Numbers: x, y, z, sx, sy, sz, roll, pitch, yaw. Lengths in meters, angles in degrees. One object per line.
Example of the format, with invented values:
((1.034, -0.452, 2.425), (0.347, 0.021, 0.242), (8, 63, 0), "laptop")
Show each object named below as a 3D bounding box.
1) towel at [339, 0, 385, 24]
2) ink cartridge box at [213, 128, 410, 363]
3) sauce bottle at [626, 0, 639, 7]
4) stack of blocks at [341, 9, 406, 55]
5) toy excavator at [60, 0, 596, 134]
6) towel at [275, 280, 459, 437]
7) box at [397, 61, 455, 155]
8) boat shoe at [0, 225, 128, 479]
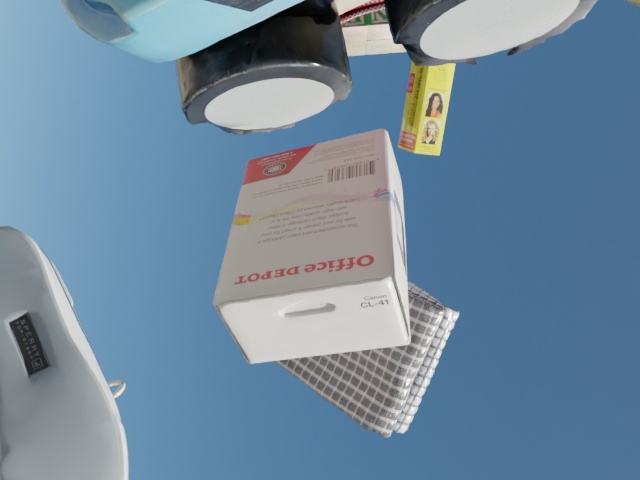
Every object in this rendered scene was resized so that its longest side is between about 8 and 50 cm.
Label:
((0.131, -0.332, 0.761), (0.198, 0.275, 0.031), (-5, -55, 27), "towel")
((0.000, 0.000, 0.866), (0.226, 0.131, 0.306), (-10, -138, 14), "ink cartridge box")
((0.427, -0.330, 0.763), (0.111, 0.344, 0.111), (-160, -90, -84), "sauce bottle")
((0.050, -0.404, 1.051), (0.087, 0.297, 0.171), (89, -3, -75), "stack of blocks")
((-0.013, -0.219, 0.183), (0.432, 0.445, 0.222), (-14, -98, 30), "toy excavator")
((0.059, 0.159, 1.069), (0.283, 0.121, 0.235), (26, -81, 36), "towel")
((0.202, -0.282, 1.189), (0.087, 0.058, 0.232), (-132, -132, -67), "box")
((-0.315, 0.170, 0.746), (0.367, 0.135, 0.156), (64, -10, 10), "boat shoe")
